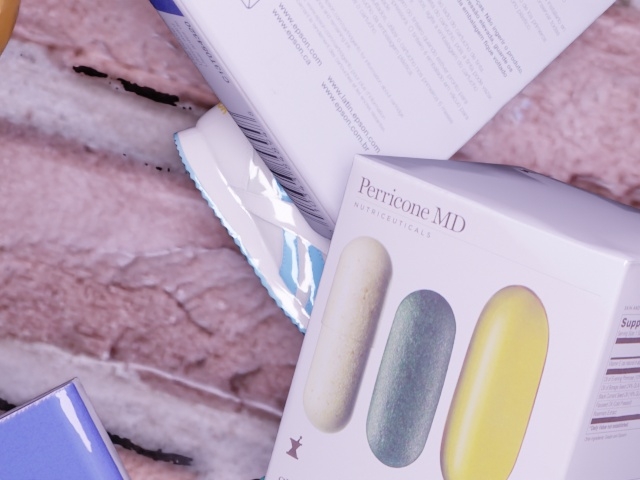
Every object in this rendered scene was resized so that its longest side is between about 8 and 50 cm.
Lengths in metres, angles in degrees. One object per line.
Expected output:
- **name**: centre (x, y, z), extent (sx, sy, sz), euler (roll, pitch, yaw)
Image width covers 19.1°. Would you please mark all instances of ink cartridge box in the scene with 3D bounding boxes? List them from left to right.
- **ink cartridge box**: centre (0.040, -0.222, 1.170), extent (0.330, 0.071, 0.324), euler (-44, 119, -16)

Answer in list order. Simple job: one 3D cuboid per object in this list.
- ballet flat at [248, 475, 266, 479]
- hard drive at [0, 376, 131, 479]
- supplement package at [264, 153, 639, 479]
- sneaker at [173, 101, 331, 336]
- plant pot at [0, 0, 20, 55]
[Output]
- **ballet flat**: centre (0.011, 0.292, 1.287), extent (0.096, 0.095, 0.280), euler (-38, 91, 17)
- **hard drive**: centre (-0.190, 0.284, 1.321), extent (0.210, 0.040, 0.319), euler (-27, 93, 5)
- **supplement package**: centre (0.115, 0.103, 1.163), extent (0.199, 0.198, 0.263), euler (23, 103, 35)
- **sneaker**: centre (0.000, 0.000, 1.266), extent (0.092, 0.087, 0.229), euler (-35, 94, 2)
- **plant pot**: centre (-0.311, -0.175, 1.219), extent (0.205, 0.188, 0.205), euler (0, 94, 4)
